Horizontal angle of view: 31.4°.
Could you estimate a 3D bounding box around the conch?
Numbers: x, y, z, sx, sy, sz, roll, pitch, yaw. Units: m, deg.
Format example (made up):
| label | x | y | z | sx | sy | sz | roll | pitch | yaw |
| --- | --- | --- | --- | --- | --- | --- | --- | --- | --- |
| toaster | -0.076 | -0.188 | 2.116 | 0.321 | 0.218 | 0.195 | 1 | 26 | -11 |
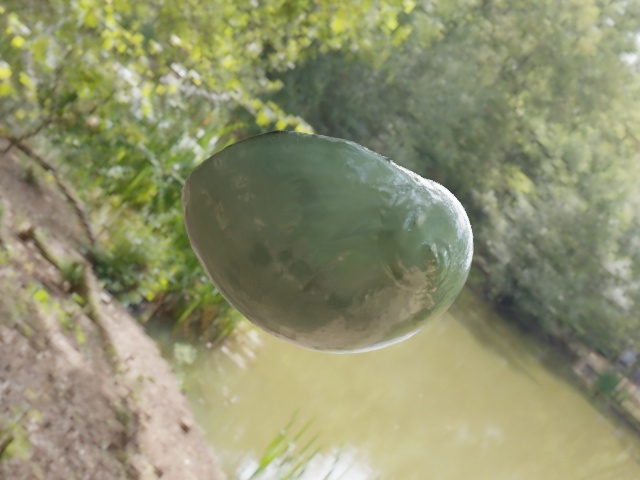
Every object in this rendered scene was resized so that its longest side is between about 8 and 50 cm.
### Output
| label | x | y | z | sx | sy | sz | roll | pitch | yaw |
| --- | --- | --- | --- | --- | --- | --- | --- | --- | --- |
| conch | 0.001 | 0.003 | 0.837 | 0.221 | 0.185 | 0.121 | 2 | 30 | 8 |
